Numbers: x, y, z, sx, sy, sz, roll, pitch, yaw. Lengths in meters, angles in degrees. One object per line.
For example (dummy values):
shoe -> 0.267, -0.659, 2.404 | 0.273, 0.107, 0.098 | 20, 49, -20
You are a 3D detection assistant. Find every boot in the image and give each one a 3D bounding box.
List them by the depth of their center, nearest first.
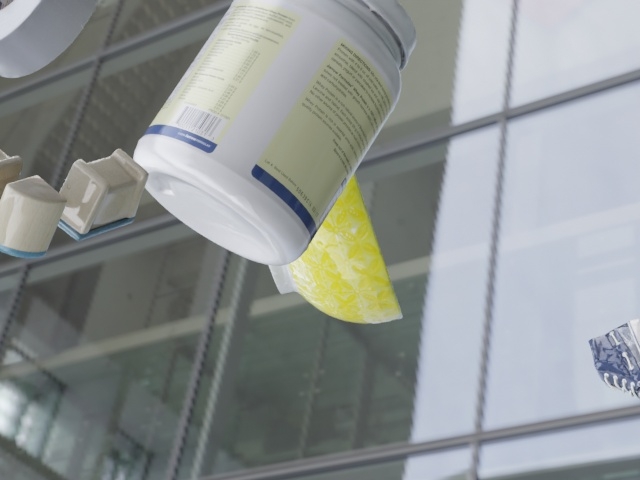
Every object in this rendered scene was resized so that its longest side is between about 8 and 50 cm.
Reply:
boot -> 0.445, 0.201, 1.883 | 0.069, 0.086, 0.190 | 52, -161, -39

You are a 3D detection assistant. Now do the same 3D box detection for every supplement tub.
supplement tub -> -0.048, -0.159, 1.596 | 0.235, 0.235, 0.324 | 45, -111, -40

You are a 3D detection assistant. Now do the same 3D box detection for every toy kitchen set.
toy kitchen set -> -0.298, -0.060, 1.247 | 0.207, 0.122, 0.166 | 39, -149, 17

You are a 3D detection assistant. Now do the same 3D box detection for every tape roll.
tape roll -> -0.378, -0.320, 1.713 | 0.072, 0.219, 0.219 | 36, -133, -43

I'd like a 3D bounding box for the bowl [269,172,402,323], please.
bowl -> 0.000, 0.000, 1.895 | 0.289, 0.156, 0.289 | -19, -90, -88
